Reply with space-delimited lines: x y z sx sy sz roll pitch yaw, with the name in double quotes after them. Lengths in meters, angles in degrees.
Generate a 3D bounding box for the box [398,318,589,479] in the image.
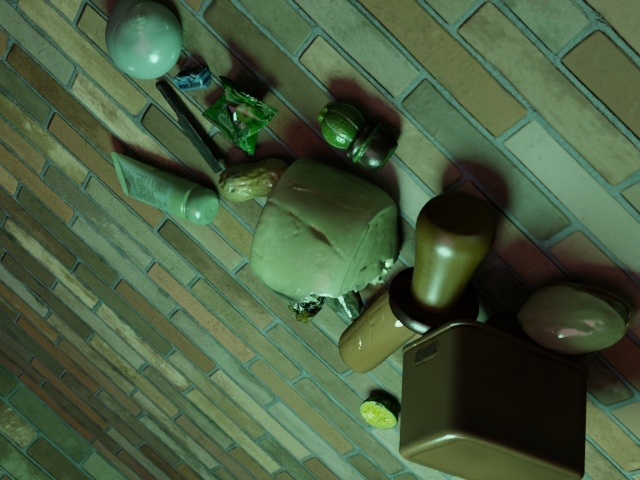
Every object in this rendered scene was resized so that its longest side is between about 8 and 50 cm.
0.339 0.338 1.641 0.339 0.229 0.239 22 146 -20 "box"

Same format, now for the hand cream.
-0.390 -0.120 2.057 0.306 0.093 0.147 20 141 24 "hand cream"

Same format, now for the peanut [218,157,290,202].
-0.149 -0.133 1.861 0.214 0.099 0.099 -3 124 33 "peanut"

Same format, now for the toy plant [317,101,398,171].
0.068 -0.208 1.627 0.162 0.093 0.093 38 140 7 "toy plant"

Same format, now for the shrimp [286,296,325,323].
-0.039 0.157 2.084 0.091 0.034 0.161 43 141 -2 "shrimp"

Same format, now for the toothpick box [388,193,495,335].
0.244 0.061 1.667 0.192 0.192 0.294 25 133 17 "toothpick box"

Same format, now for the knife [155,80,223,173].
-0.305 -0.256 1.911 0.245 0.019 0.072 56 157 -11 "knife"

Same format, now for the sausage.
0.146 0.200 1.914 0.121 0.121 0.304 40 139 0 "sausage"

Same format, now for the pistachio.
0.484 0.148 1.603 0.215 0.144 0.144 -8 121 35 "pistachio"

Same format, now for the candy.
-0.170 -0.265 1.771 0.141 0.078 0.203 52 152 3 "candy"

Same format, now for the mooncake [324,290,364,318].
0.046 0.115 1.933 0.125 0.073 0.130 61 165 -27 "mooncake"

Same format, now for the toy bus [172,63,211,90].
-0.275 -0.349 1.799 0.083 0.038 0.046 1 131 39 "toy bus"

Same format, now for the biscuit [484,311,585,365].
0.442 0.277 1.817 0.257 0.049 0.273 22 138 20 "biscuit"

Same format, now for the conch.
-0.388 -0.433 1.768 0.221 0.121 0.185 -7 92 46 "conch"

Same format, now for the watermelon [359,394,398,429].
0.157 0.441 2.171 0.105 0.062 0.105 15 134 16 "watermelon"

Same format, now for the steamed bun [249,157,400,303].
0.000 0.000 1.735 0.290 0.272 0.273 17 134 20 "steamed bun"
